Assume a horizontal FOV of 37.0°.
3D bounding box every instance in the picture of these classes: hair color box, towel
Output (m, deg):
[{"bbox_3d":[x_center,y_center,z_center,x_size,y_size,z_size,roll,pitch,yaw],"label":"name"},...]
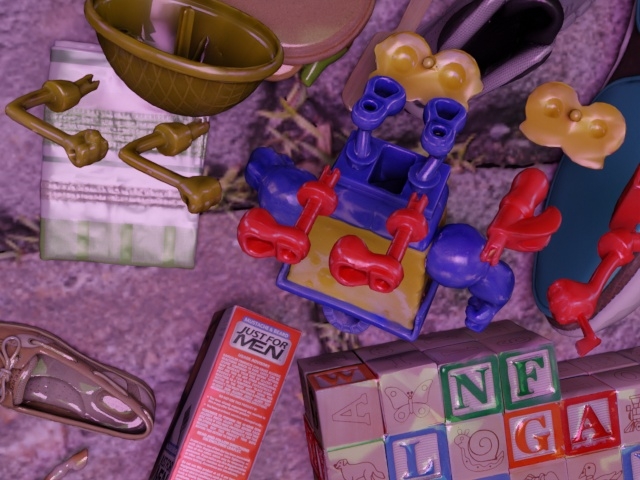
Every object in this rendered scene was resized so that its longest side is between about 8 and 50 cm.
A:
[{"bbox_3d":[-0.073,0.132,0.645,0.053,0.093,0.167,24,77,-11],"label":"hair color box"},{"bbox_3d":[-0.137,-0.058,0.669,0.113,0.023,0.152,5,98,-8],"label":"towel"}]

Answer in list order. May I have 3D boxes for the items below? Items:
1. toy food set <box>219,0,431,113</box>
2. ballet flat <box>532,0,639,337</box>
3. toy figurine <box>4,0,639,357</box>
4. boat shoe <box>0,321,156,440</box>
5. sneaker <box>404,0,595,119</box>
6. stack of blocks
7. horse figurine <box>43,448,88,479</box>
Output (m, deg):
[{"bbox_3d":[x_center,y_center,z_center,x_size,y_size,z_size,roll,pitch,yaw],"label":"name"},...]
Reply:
[{"bbox_3d":[-0.024,-0.179,0.668,0.192,0.038,0.132,32,84,-4],"label":"toy food set"},{"bbox_3d":[0.273,-0.112,0.685,0.139,0.139,0.400,16,91,-11],"label":"ballet flat"},{"bbox_3d":[0.000,0.000,0.616,0.362,0.217,0.191,20,51,7],"label":"toy figurine"},{"bbox_3d":[-0.187,0.100,0.662,0.153,0.048,0.056,26,92,-12],"label":"boat shoe"},{"bbox_3d":[0.152,-0.167,0.647,0.086,0.132,0.228,43,89,-12],"label":"sneaker"},{"bbox_3d":[0.144,0.151,0.707,0.297,0.087,0.171,-9,98,-9],"label":"stack of blocks"},{"bbox_3d":[-0.194,0.273,0.675,0.174,0.066,0.263,-30,98,-13],"label":"horse figurine"}]
